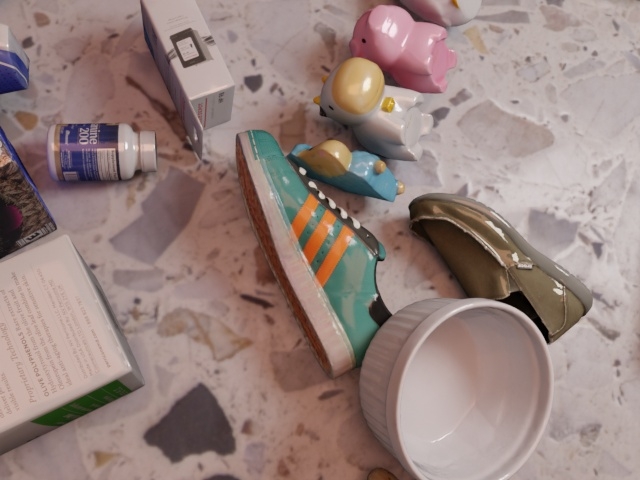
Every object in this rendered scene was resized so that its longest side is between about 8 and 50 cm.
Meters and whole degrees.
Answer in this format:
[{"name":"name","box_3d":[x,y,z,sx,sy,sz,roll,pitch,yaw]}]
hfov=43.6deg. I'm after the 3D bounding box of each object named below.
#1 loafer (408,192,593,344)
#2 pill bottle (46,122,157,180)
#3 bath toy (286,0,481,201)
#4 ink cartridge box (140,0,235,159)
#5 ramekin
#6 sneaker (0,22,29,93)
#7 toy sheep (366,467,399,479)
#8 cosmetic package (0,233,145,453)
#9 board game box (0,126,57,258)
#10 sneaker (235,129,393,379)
[{"name":"loafer","box_3d":[0.205,0.035,0.950,0.251,0.094,0.087,34,69,2]},{"name":"pill bottle","box_3d":[-0.253,-0.104,0.935,0.120,0.067,0.067,-2,75,-9]},{"name":"bath toy","box_3d":[0.085,-0.223,0.992,0.128,0.151,0.348,14,69,33]},{"name":"ink cartridge box","box_3d":[-0.152,-0.199,0.957,0.060,0.104,0.180,-23,80,-15]},{"name":"ramekin","box_3d":[0.140,0.159,0.868,0.207,0.109,0.207,-3,97,-27]},{"name":"sneaker","box_3d":[-0.487,-0.145,0.894,0.315,0.127,0.182,-2,79,-2]},{"name":"toy sheep","box_3d":[0.069,0.313,0.862,0.091,0.091,0.132,-1,70,-8]},{"name":"cosmetic package","box_3d":[-0.376,0.151,0.783,0.365,0.197,0.155,-26,81,-12]},{"name":"board game box","box_3d":[-0.447,-0.031,0.802,0.290,0.232,0.141,-30,81,-14]},{"name":"sneaker","box_3d":[0.000,0.000,0.929,0.121,0.108,0.302,-24,88,-14]}]
